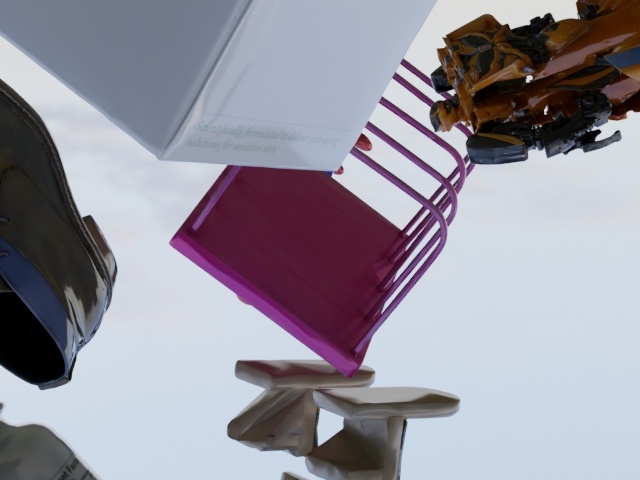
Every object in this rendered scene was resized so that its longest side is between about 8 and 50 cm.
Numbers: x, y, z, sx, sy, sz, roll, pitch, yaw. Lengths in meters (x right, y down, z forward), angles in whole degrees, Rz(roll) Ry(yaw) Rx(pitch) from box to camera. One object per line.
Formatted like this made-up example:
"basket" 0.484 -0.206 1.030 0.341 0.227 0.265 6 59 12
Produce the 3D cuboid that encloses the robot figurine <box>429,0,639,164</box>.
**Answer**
"robot figurine" 0.228 -0.162 1.232 0.291 0.085 0.211 -19 -147 1

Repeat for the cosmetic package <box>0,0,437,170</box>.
"cosmetic package" -0.128 -0.199 0.805 0.365 0.155 0.197 39 -163 23

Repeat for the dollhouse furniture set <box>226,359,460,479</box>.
"dollhouse furniture set" 0.102 0.325 1.356 0.257 0.362 0.394 4 -175 -37

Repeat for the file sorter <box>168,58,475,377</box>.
"file sorter" 0.026 -0.056 1.358 0.202 0.182 0.290 37 -154 -4

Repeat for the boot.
"boot" -0.191 -0.015 0.830 0.082 0.219 0.106 -25 -150 16

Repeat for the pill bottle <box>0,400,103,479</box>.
"pill bottle" -0.199 0.226 0.972 0.160 0.283 0.160 -41 -175 5

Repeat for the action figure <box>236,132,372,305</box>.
"action figure" 0.000 0.000 1.586 0.091 0.139 0.280 -41 -171 45
